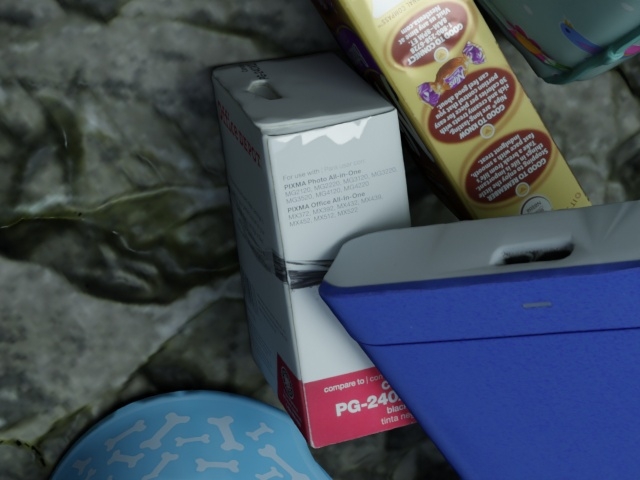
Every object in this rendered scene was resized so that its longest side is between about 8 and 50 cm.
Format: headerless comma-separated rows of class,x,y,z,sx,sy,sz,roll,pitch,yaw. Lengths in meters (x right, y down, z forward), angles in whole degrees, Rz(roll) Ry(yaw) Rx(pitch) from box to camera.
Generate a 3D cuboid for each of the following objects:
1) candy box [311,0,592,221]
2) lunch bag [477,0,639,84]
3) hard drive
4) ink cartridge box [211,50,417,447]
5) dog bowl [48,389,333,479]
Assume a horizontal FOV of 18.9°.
candy box,0.041,-0.088,0.849,0.053,0.109,0.186,-36,113,-1
lunch bag,0.163,-0.176,0.761,0.224,0.279,0.108,-42,92,-8
hard drive,0.164,0.112,0.807,0.318,0.210,0.040,53,49,-30
ink cartridge box,0.000,0.000,0.868,0.063,0.109,0.150,-12,112,-12
dog bowl,0.001,0.191,0.923,0.297,0.074,0.166,26,107,-10
